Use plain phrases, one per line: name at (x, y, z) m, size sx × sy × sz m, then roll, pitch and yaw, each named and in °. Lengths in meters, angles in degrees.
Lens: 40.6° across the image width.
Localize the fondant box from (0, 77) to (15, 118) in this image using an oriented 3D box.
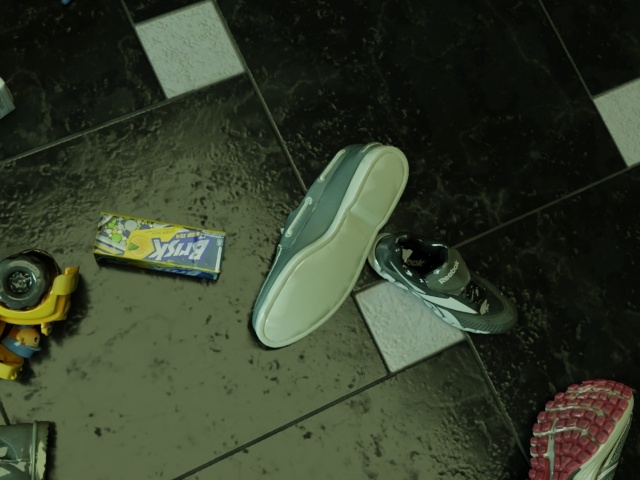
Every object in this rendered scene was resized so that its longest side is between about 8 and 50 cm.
fondant box at (-0.607, -0.177, 1.112) m, size 0.330 × 0.096 × 0.238 m, roll -41°, pitch 87°, yaw -17°

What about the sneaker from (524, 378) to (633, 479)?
sneaker at (0.339, 0.322, 1.170) m, size 0.112 × 0.121 × 0.299 m, roll 43°, pitch 71°, yaw -29°

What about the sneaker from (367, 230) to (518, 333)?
sneaker at (0.176, 0.058, 1.192) m, size 0.234 × 0.106 × 0.078 m, roll 31°, pitch 75°, yaw -2°

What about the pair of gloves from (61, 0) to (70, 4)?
pair of gloves at (-0.378, -0.439, 1.250) m, size 0.198 × 0.023 × 0.159 m, roll 38°, pitch 72°, yaw -1°

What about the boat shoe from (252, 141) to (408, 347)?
boat shoe at (0.000, 0.000, 1.195) m, size 0.116 × 0.099 × 0.319 m, roll 39°, pitch 82°, yaw -41°

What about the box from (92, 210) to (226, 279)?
box at (-0.214, 0.008, 1.161) m, size 0.169 × 0.054 × 0.059 m, roll 9°, pitch 76°, yaw -7°

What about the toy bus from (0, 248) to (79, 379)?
toy bus at (-0.419, 0.109, 1.065) m, size 0.220 × 0.149 × 0.211 m, roll 6°, pitch 90°, yaw -12°

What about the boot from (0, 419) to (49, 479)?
boot at (-0.440, 0.297, 1.045) m, size 0.209 × 0.076 × 0.189 m, roll 4°, pitch 63°, yaw -16°
